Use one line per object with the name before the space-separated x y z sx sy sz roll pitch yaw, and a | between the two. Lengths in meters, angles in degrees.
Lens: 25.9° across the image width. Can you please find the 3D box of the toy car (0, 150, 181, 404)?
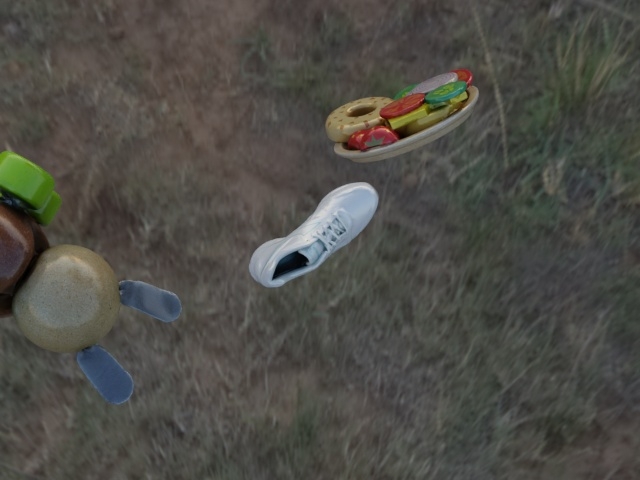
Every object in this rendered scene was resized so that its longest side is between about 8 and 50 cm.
toy car | -0.215 0.045 1.141 0.188 0.149 0.155 30 79 -1

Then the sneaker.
sneaker | 0.000 0.000 1.390 0.152 0.061 0.054 -38 108 -3

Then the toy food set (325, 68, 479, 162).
toy food set | 0.044 -0.065 0.719 0.082 0.083 0.020 -24 107 1
